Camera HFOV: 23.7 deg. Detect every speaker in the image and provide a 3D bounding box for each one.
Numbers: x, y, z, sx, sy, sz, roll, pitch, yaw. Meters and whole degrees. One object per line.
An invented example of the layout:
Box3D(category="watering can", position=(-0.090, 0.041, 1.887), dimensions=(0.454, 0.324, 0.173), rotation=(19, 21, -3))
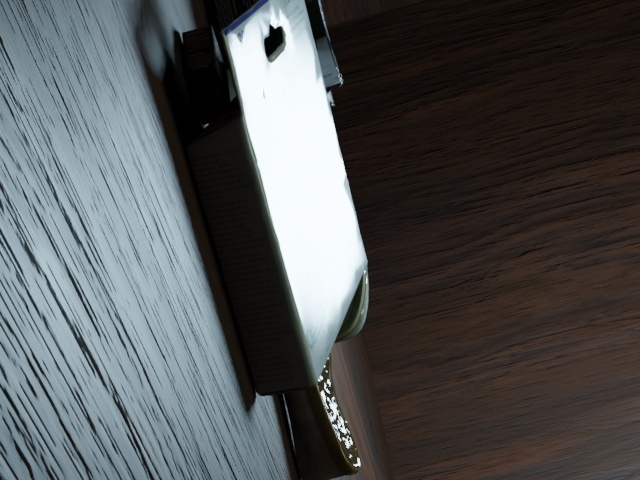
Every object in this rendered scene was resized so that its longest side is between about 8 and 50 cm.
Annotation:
Box3D(category="speaker", position=(-0.048, -0.177, 1.677), dimensions=(0.055, 0.136, 0.055), rotation=(-18, 90, -84))

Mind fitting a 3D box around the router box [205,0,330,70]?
Box3D(category="router box", position=(-0.067, -0.277, 1.799), dimensions=(0.046, 0.133, 0.179), rotation=(68, 9, -63))

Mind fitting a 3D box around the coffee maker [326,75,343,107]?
Box3D(category="coffee maker", position=(-0.052, -0.285, 2.460), dimensions=(0.171, 0.120, 0.178), rotation=(162, -84, -70))

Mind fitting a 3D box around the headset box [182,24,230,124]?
Box3D(category="headset box", position=(-0.109, -0.161, 1.467), dimensions=(0.083, 0.032, 0.062), rotation=(-102, 177, -49))

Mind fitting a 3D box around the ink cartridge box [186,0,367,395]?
Box3D(category="ink cartridge box", position=(-0.042, -0.067, 1.453), dimensions=(0.324, 0.071, 0.330), rotation=(-60, 137, -69))

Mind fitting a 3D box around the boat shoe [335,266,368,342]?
Box3D(category="boat shoe", position=(0.000, 0.000, 1.931), dimensions=(0.103, 0.113, 0.302), rotation=(58, 16, -61))

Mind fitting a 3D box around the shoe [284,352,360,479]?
Box3D(category="shoe", position=(-0.020, 0.142, 1.565), dimensions=(0.076, 0.058, 0.219), rotation=(17, 53, -63))
